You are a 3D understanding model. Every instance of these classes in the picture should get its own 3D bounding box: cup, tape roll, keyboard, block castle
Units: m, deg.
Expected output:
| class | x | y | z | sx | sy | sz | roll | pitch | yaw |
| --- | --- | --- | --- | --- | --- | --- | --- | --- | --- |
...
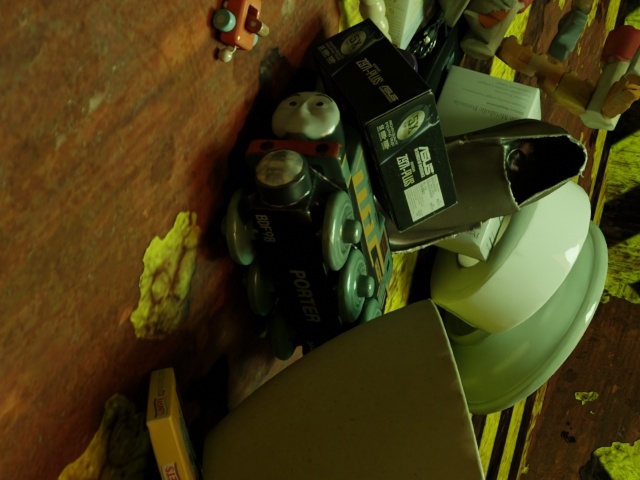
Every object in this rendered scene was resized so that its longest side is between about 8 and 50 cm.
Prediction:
| class | x | y | z | sx | sy | sz | roll | pitch | yaw |
| --- | --- | --- | --- | --- | --- | --- | --- | --- | --- |
| cup | 0.024 | 0.241 | 0.909 | 0.331 | 0.237 | 0.331 | -12 | 90 | -89 |
| tape roll | 0.299 | 0.006 | 1.559 | 0.286 | 0.100 | 0.286 | -52 | -164 | 22 |
| keyboard | 0.172 | -0.281 | 1.394 | 0.201 | 0.033 | 0.317 | 82 | 29 | -55 |
| block castle | 0.395 | -0.360 | 1.294 | 0.212 | 0.303 | 0.453 | -61 | -179 | -16 |

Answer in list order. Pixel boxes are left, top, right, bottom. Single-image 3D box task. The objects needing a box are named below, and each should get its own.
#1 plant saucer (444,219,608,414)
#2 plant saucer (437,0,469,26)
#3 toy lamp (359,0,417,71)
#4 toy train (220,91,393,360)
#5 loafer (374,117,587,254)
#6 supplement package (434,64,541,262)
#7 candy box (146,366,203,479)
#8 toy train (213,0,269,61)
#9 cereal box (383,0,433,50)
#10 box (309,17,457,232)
| class | x | y | z | sx | sy | sz | roll | pitch | yaw |
| --- | --- | --- | --- | --- | --- | --- | --- | --- | --- |
| plant saucer | 0.320 | 0.104 | 1.689 | 0.400 | 0.101 | 0.400 | -49 | -162 | 22 |
| plant saucer | 0.220 | -0.394 | 1.196 | 0.277 | 0.041 | 0.278 | -59 | 180 | 1 |
| toy lamp | 0.064 | -0.248 | 1.098 | 0.274 | 0.080 | 0.080 | 72 | 38 | -52 |
| toy train | 0.000 | 0.000 | 1.033 | 0.334 | 0.142 | 0.190 | 72 | 26 | -48 |
| loafer | 0.189 | -0.081 | 1.242 | 0.366 | 0.130 | 0.133 | -24 | 102 | -22 |
| supplement package | 0.220 | -0.109 | 1.428 | 0.134 | 0.139 | 0.244 | 39 | 70 | -72 |
| candy box | -0.118 | 0.227 | 0.871 | 0.105 | 0.027 | 0.205 | -109 | -174 | -72 |
| toy train | -0.076 | -0.228 | 0.825 | 0.166 | 0.046 | 0.125 | 27 | 77 | -67 |
| cereal box | 0.122 | -0.357 | 1.143 | 0.240 | 0.047 | 0.173 | 99 | 17 | -55 |
| box | 0.072 | -0.124 | 1.062 | 0.078 | 0.147 | 0.180 | -28 | 138 | -4 |
